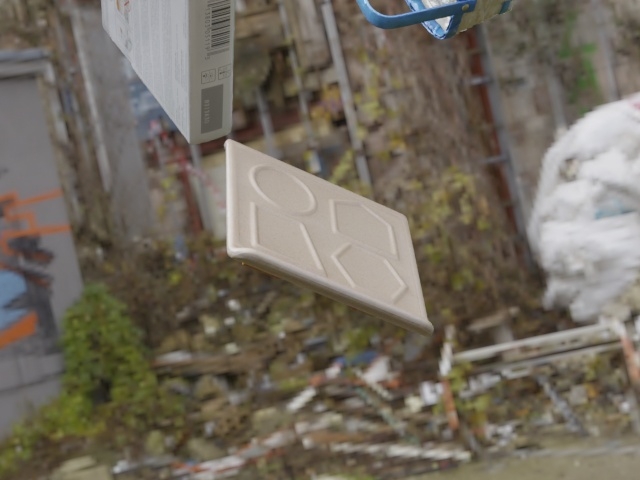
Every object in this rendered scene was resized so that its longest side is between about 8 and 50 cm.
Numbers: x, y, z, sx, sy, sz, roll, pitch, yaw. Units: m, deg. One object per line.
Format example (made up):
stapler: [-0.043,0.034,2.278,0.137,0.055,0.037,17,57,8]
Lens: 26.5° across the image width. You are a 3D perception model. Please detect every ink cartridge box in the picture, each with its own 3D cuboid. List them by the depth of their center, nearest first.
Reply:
ink cartridge box: [-0.157,-0.232,1.356,0.056,0.224,0.181,-18,-42,-22]

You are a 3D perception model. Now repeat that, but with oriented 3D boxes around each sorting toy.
sorting toy: [0.000,0.000,1.204,0.193,0.038,0.208,23,26,-19]

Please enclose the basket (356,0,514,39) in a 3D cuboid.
basket: [0.168,-0.440,2.181,0.289,0.254,0.201,-8,-39,-23]
